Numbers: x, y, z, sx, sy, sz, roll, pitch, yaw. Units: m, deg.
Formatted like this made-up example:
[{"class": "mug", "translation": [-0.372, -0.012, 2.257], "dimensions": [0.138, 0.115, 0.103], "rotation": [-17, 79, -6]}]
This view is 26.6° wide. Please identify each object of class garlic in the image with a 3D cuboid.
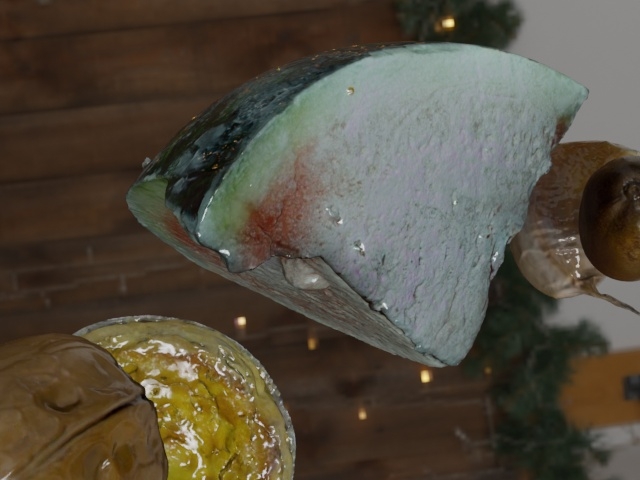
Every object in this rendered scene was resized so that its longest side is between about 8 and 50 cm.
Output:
[{"class": "garlic", "translation": [0.241, -0.008, 1.287], "dimensions": [0.090, 0.128, 0.198], "rotation": [69, 23, -46]}]

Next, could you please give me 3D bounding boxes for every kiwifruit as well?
[{"class": "kiwifruit", "translation": [0.212, -0.014, 0.924], "dimensions": [0.124, 0.075, 0.075], "rotation": [77, 4, -68]}]

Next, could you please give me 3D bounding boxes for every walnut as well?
[{"class": "walnut", "translation": [-0.188, 0.149, 0.868], "dimensions": [0.207, 0.167, 0.167], "rotation": [-33, 125, -51]}]

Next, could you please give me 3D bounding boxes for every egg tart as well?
[{"class": "egg tart", "translation": [-0.136, 0.172, 1.070], "dimensions": [0.094, 0.234, 0.234], "rotation": [-170, -106, -85]}]

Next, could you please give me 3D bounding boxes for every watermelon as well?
[{"class": "watermelon", "translation": [0.000, 0.000, 0.861], "dimensions": [0.289, 0.320, 0.214], "rotation": [-26, -91, 45]}]
